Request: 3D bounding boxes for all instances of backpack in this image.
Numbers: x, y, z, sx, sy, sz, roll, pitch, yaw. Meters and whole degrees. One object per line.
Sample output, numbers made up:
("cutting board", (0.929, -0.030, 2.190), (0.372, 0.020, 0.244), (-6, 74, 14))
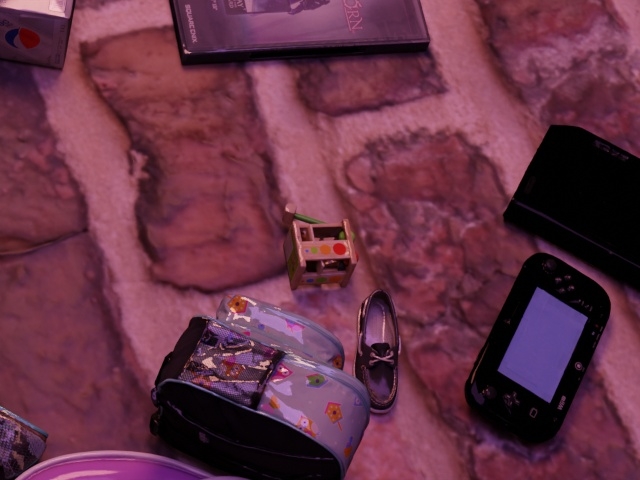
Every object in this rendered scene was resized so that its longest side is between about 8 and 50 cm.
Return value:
("backpack", (-0.045, 0.148, 1.797), (0.188, 0.166, 0.144), (28, 61, 9))

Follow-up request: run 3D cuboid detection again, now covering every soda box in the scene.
("soda box", (-0.290, -0.327, 2.045), (0.091, 0.098, 0.286), (9, 60, -7))

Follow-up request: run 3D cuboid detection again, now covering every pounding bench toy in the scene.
("pounding bench toy", (0.000, 0.000, 1.958), (0.065, 0.052, 0.083), (-3, 62, -15))

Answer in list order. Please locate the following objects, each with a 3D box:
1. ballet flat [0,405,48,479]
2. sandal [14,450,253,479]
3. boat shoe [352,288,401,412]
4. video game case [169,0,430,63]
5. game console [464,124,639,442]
("ballet flat", (-0.340, 0.154, 1.791), (0.188, 0.070, 0.070), (33, 59, 10))
("sandal", (-0.087, 0.279, 1.754), (0.416, 0.102, 0.169), (16, 59, -4))
("boat shoe", (0.058, 0.107, 1.921), (0.046, 0.038, 0.125), (8, 60, -9))
("video game case", (-0.032, -0.286, 2.126), (0.274, 0.026, 0.196), (-5, 63, -15))
("game console", (0.266, 0.054, 1.997), (0.213, 0.044, 0.361), (28, 60, 3))
